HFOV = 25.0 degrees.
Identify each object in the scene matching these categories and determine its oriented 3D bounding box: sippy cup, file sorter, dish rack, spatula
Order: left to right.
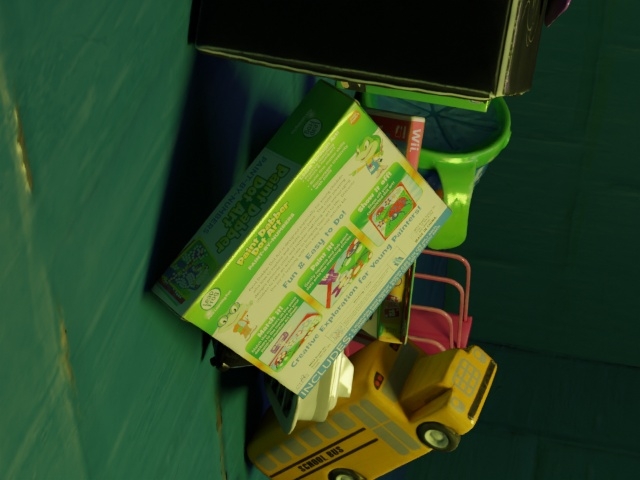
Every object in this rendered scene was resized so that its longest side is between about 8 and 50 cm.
[{"bbox_3d":[0.000,0.041,1.678,0.285,0.072,0.332,-135,-128,-79],"label":"dish rack"},{"bbox_3d":[0.132,0.165,2.394,0.182,0.202,0.290,88,16,-44],"label":"file sorter"},{"bbox_3d":[0.156,-0.129,2.252,0.224,0.240,0.305,105,12,-45],"label":"sippy cup"},{"bbox_3d":[0.246,-0.293,1.437,0.296,0.030,0.084,60,44,-76],"label":"spatula"}]

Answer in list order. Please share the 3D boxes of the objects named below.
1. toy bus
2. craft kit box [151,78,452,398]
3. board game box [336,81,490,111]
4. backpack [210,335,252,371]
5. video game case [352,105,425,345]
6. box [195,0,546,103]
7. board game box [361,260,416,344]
[{"bbox_3d":[0.059,0.209,1.731,0.333,0.130,0.108,-36,-164,46],"label":"toy bus"},{"bbox_3d":[-0.009,0.008,1.377,0.250,0.061,0.246,-51,147,-3],"label":"craft kit box"},{"bbox_3d":[0.160,-0.262,2.117,0.317,0.213,0.046,-56,153,-68],"label":"board game box"},{"bbox_3d":[-0.066,0.069,1.504,0.114,0.105,0.084,94,-11,-46],"label":"backpack"},{"bbox_3d":[0.037,-0.025,1.802,0.025,0.204,0.285,3,99,-37],"label":"video game case"},{"bbox_3d":[0.103,-0.395,1.440,0.472,0.297,0.480,-25,125,-76],"label":"box"},{"bbox_3d":[0.064,0.039,1.623,0.259,0.039,0.124,-160,-104,-77],"label":"board game box"}]
